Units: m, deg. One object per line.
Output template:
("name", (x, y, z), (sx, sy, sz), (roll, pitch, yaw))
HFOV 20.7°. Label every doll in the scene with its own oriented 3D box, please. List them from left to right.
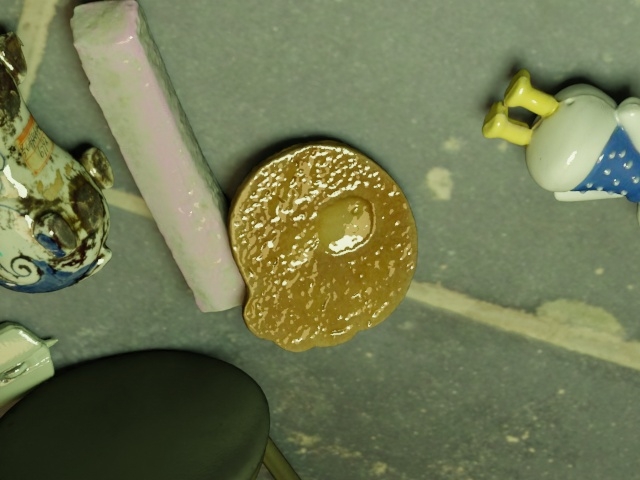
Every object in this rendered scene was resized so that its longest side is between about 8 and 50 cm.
("doll", (0.288, -0.061, 1.584), (0.293, 0.119, 0.138), (26, 132, -9))

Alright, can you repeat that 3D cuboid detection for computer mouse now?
("computer mouse", (-0.350, 0.139, 1.807), (0.181, 0.056, 0.089), (-18, 128, 16))

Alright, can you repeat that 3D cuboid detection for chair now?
("chair", (-0.158, 0.359, 1.783), (0.361, 0.365, 0.410), (-9, 122, 10))

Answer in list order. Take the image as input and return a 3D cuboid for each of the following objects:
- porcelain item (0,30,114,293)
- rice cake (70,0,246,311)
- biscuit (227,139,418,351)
("porcelain item", (-0.319, -0.066, 1.602), (0.186, 0.138, 0.288), (-17, 124, 28))
("rice cake", (-0.140, -0.067, 1.637), (0.072, 0.056, 0.365), (-12, 125, 15))
("biscuit", (0.000, 0.000, 1.665), (0.181, 0.049, 0.208), (-16, 113, -5))
